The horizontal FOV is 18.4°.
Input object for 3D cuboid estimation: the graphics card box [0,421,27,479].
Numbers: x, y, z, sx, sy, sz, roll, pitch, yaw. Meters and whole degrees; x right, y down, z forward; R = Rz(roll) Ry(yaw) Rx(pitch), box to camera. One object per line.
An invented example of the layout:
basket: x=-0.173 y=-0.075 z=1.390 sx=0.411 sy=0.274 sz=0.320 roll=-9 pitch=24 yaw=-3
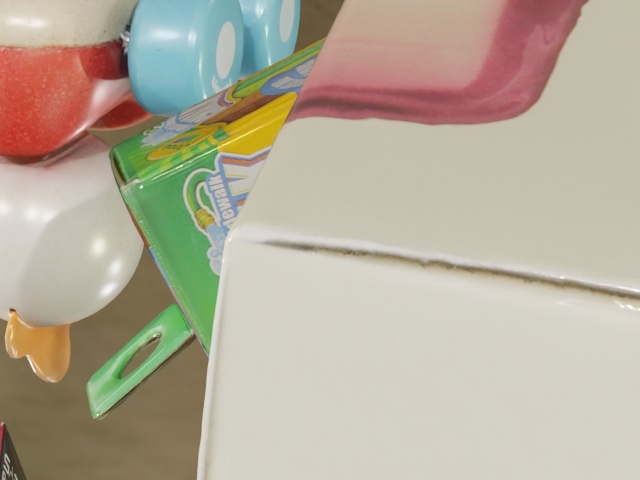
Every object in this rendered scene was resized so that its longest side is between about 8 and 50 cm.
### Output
graphics card box: x=-0.270 y=0.263 z=0.950 sx=0.233 sy=0.371 sz=0.094 roll=-2 pitch=142 yaw=3

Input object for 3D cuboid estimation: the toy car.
toy car: x=-0.144 y=-0.043 z=1.095 sx=0.219 sy=0.238 sz=0.210 roll=8 pitch=-163 yaw=14

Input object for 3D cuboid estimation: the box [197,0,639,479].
box: x=0.057 y=0.013 z=0.491 sx=0.127 sy=0.232 sz=0.148 roll=11 pitch=121 yaw=7

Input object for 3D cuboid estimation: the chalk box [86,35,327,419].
chalk box: x=0.000 y=0.000 z=0.756 sx=0.213 sy=0.132 sz=0.132 roll=-27 pitch=-168 yaw=-5
